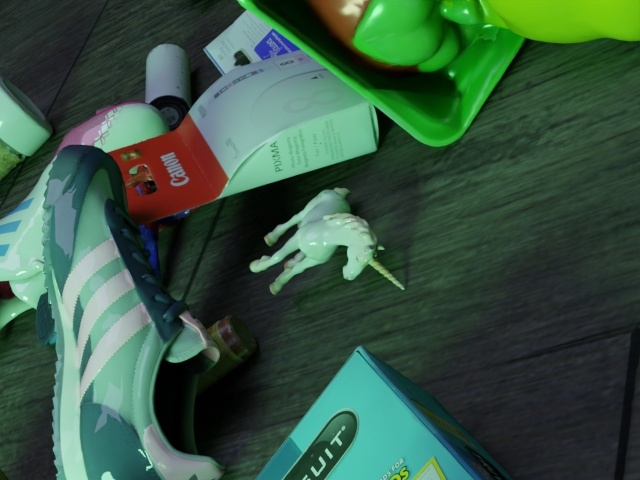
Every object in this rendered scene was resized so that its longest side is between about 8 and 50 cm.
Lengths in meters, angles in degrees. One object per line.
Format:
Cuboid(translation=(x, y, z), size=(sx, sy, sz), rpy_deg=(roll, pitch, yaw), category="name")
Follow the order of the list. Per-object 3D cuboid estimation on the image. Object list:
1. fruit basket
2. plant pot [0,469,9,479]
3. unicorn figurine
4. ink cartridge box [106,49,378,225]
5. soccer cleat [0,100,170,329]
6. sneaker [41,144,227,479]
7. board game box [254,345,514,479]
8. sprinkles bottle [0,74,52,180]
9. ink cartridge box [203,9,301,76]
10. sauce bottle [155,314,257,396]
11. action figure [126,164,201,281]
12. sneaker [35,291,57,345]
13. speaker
Cuboid(translation=(0.133, -0.269, 1.028), size=(0.392, 0.283, 0.392), rpy_deg=(-45, 22, 24), category="fruit basket")
Cuboid(translation=(-0.287, 0.255, 1.069), size=(0.134, 0.095, 0.134), rpy_deg=(-33, 32, 24), category="plant pot")
Cuboid(translation=(0.000, 0.000, 1.054), size=(0.111, 0.060, 0.162), rpy_deg=(-34, 32, 21), category="unicorn figurine")
Cuboid(translation=(-0.083, -0.103, 1.195), size=(0.232, 0.066, 0.189), rpy_deg=(-14, 27, -12), category="ink cartridge box")
Cuboid(translation=(-0.276, -0.005, 1.387), size=(0.331, 0.116, 0.143), rpy_deg=(-41, 46, 14), category="soccer cleat")
Cuboid(translation=(-0.143, 0.062, 1.036), size=(0.131, 0.112, 0.319), rpy_deg=(-14, 72, 15), category="sneaker")
Cuboid(translation=(0.032, 0.238, 0.674), size=(0.254, 0.079, 0.336), rpy_deg=(-52, 29, 3), category="board game box")
Cuboid(translation=(-0.529, -0.069, 1.754), size=(0.355, 0.121, 0.121), rpy_deg=(-44, 29, 4), category="sprinkles bottle")
Cuboid(translation=(-0.020, -0.237, 1.388), size=(0.208, 0.045, 0.206), rpy_deg=(-42, 30, 5), category="ink cartridge box")
Cuboid(translation=(-0.112, 0.112, 1.077), size=(0.128, 0.042, 0.042), rpy_deg=(-37, 31, 13), category="sauce bottle")
Cuboid(translation=(-0.155, -0.011, 1.239), size=(0.139, 0.091, 0.280), rpy_deg=(-39, 30, 25), category="action figure")
Cuboid(translation=(-0.244, 0.065, 1.301), size=(0.144, 0.059, 0.053), rpy_deg=(-40, 58, 43), category="sneaker")
Cuboid(translation=(-0.178, -0.178, 1.509), size=(0.055, 0.055, 0.136), rpy_deg=(-36, 31, 17), category="speaker")
